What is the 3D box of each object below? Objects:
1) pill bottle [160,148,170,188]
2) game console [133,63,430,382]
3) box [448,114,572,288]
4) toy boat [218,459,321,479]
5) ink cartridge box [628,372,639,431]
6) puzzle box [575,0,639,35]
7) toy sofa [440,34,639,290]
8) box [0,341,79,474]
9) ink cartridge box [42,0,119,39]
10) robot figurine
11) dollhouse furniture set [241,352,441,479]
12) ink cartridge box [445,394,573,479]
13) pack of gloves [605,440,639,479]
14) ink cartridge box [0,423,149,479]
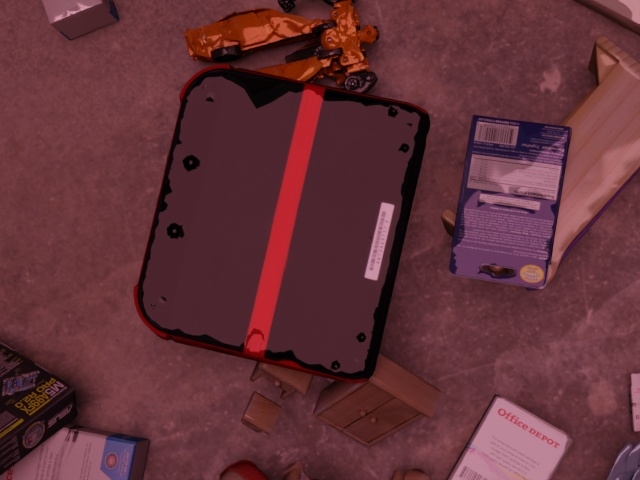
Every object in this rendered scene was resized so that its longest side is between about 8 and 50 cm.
[{"bbox_3d":[-0.155,-0.058,1.686,0.162,0.162,0.278,14,100,8],"label":"pill bottle"},{"bbox_3d":[-0.056,-0.028,1.561,0.342,0.060,0.386,13,88,2],"label":"game console"},{"bbox_3d":[0.256,-0.051,1.575,0.137,0.036,0.225,9,81,11],"label":"box"},{"bbox_3d":[-0.042,0.404,1.679,0.151,0.151,0.231,-33,80,-27],"label":"toy boat"},{"bbox_3d":[0.473,0.233,1.676,0.048,0.028,0.083,-2,84,6],"label":"ink cartridge box"},{"bbox_3d":[0.445,-0.482,1.741,0.409,0.052,0.272,31,88,9],"label":"puzzle box"},{"bbox_3d":[0.352,-0.096,1.661,0.177,0.150,0.362,41,89,12],"label":"toy sofa"},{"bbox_3d":[-0.521,0.257,1.662,0.216,0.270,0.060,25,132,25],"label":"box"},{"bbox_3d":[-0.389,-0.404,1.811,0.090,0.092,0.143,-21,81,5],"label":"ink cartridge box"},{"bbox_3d":[-0.052,-0.281,1.762,0.291,0.085,0.211,-12,83,6],"label":"robot figurine"},{"bbox_3d":[0.011,0.333,1.548,0.303,0.174,0.355,32,53,-11],"label":"dollhouse furniture set"},{"bbox_3d":[0.266,0.327,1.668,0.127,0.072,0.175,30,88,9],"label":"ink cartridge box"},{"bbox_3d":[0.437,0.390,1.630,0.195,0.046,0.232,32,87,-27],"label":"pack of gloves"},{"bbox_3d":[-0.375,0.352,1.733,0.203,0.086,0.148,10,86,8],"label":"ink cartridge box"}]
